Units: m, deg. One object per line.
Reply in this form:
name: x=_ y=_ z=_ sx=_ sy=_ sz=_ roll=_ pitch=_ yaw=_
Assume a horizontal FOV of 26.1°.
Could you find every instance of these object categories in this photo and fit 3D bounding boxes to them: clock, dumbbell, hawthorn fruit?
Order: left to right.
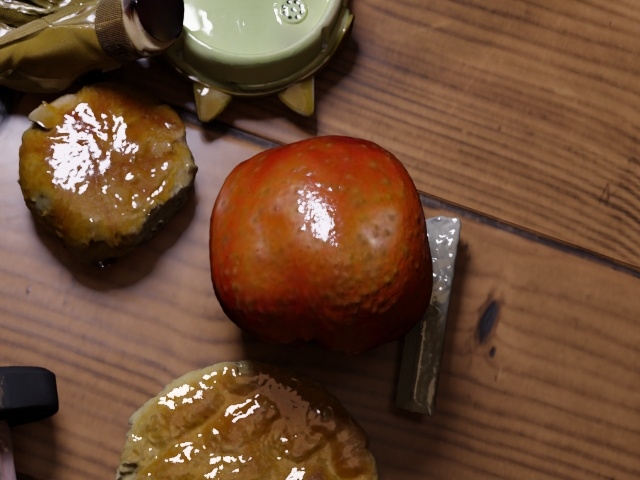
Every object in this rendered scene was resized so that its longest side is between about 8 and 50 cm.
dumbbell: x=-0.366 y=0.262 z=1.575 sx=0.152 sy=0.152 sz=0.218 roll=-9 pitch=77 yaw=-8
clock: x=-0.094 y=-0.324 z=1.768 sx=0.286 sy=0.117 sz=0.348 roll=-5 pitch=76 yaw=-6
hawthorn fruit: x=0.000 y=0.000 z=1.626 sx=0.275 sy=0.275 sz=0.299 roll=3 pitch=60 yaw=-5

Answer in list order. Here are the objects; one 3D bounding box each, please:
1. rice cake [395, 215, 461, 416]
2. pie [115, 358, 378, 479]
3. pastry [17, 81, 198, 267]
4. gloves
rice cake: x=0.135 y=0.092 z=1.715 sx=0.052 sy=0.057 sz=0.256 roll=17 pitch=74 yaw=-28
pie: x=-0.086 y=0.304 z=1.631 sx=0.339 sy=0.083 sz=0.339 roll=1 pitch=75 yaw=-3
pastry: x=-0.262 y=-0.079 z=1.698 sx=0.218 sy=0.100 sz=0.229 roll=8 pitch=70 yaw=-8
gloves: x=-0.324 y=-0.259 z=1.703 sx=0.331 sy=0.141 sz=0.154 roll=-3 pitch=72 yaw=28
